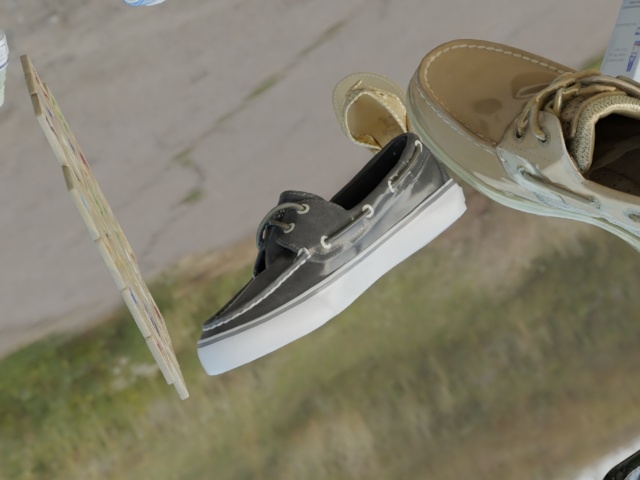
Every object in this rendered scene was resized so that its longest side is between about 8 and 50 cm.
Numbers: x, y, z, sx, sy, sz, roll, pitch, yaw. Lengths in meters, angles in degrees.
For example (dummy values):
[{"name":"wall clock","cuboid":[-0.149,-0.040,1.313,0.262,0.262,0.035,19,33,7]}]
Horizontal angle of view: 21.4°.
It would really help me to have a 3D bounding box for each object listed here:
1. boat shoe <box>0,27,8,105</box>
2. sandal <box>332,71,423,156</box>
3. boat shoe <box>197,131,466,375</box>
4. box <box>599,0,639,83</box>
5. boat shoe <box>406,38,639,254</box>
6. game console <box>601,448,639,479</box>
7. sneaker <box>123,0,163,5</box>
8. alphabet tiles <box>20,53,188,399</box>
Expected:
[{"name":"boat shoe","cuboid":[-0.475,-0.244,2.030,0.109,0.302,0.094,-19,127,-34]},{"name":"sandal","cuboid":[0.066,-0.141,1.975,0.088,0.240,0.079,-32,139,6]},{"name":"boat shoe","cuboid":[0.000,0.000,1.041,0.228,0.076,0.080,-34,-172,-33]},{"name":"box","cuboid":[0.328,-0.142,1.574,0.126,0.137,0.072,19,179,-21]},{"name":"boat shoe","cuboid":[0.199,-0.075,1.209,0.122,0.341,0.110,-50,147,-17]},{"name":"game console","cuboid":[0.164,0.149,0.771,0.122,0.071,0.107,-15,130,-56]},{"name":"sneaker","cuboid":[-0.196,-0.386,2.164,0.211,0.080,0.081,-66,172,26]},{"name":"alphabet tiles","cuboid":[-0.215,-0.013,1.694,0.011,0.343,0.285,-25,-152,-3]}]
